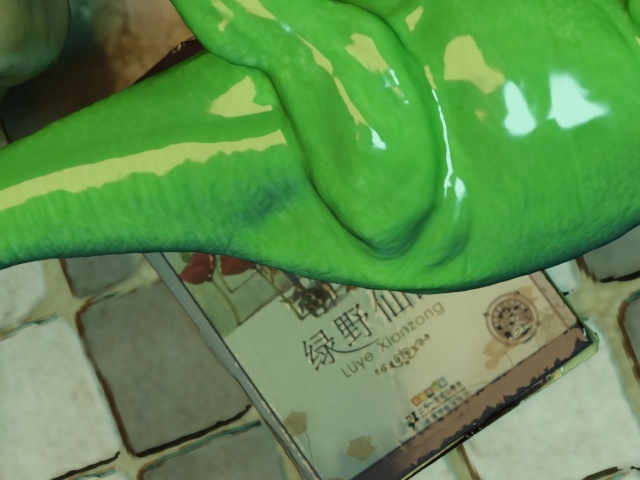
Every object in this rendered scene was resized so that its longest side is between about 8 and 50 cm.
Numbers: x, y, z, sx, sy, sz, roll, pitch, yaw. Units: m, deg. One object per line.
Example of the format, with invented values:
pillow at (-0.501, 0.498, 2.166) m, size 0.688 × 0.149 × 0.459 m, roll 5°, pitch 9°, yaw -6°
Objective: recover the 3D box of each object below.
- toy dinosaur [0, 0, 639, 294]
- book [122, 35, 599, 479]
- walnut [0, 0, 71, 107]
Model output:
toy dinosaur at (0.039, 0.013, 0.587) m, size 0.374 × 0.144 × 0.500 m, roll 39°, pitch 100°, yaw -4°
book at (0.000, 0.000, 0.660) m, size 0.157 × 0.026 × 0.231 m, roll -37°, pitch 83°, yaw 16°
walnut at (-0.223, -0.134, 0.615) m, size 0.248 × 0.248 × 0.248 m, roll 1°, pitch 95°, yaw 17°
